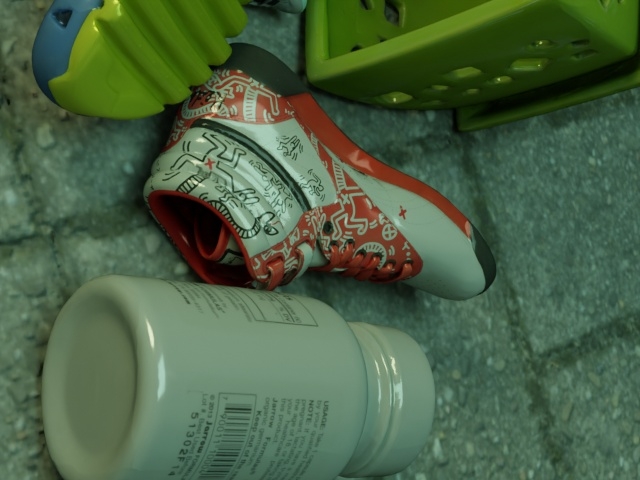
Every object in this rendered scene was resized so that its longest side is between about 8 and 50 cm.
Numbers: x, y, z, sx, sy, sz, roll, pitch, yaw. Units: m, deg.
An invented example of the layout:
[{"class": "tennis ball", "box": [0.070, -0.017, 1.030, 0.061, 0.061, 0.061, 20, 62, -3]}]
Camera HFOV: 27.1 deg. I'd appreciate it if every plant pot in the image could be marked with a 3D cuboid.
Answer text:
[{"class": "plant pot", "box": [0.140, -0.213, 1.014, 0.207, 0.227, 0.228, 20, 66, -43]}]

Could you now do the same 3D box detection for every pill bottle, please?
[{"class": "pill bottle", "box": [-0.045, 0.095, 0.827, 0.229, 0.131, 0.131, 9, 73, -39]}]

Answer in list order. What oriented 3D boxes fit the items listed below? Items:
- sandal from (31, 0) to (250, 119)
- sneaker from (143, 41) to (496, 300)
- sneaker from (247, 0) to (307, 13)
[{"class": "sandal", "box": [-0.103, -0.211, 0.874, 0.317, 0.138, 0.126, -62, 156, -28]}, {"class": "sneaker", "box": [-0.001, 0.000, 0.920, 0.270, 0.090, 0.145, 40, 57, -22]}, {"class": "sneaker", "box": [-0.059, -0.174, 0.952, 0.098, 0.038, 0.069, 30, 62, -21]}]
